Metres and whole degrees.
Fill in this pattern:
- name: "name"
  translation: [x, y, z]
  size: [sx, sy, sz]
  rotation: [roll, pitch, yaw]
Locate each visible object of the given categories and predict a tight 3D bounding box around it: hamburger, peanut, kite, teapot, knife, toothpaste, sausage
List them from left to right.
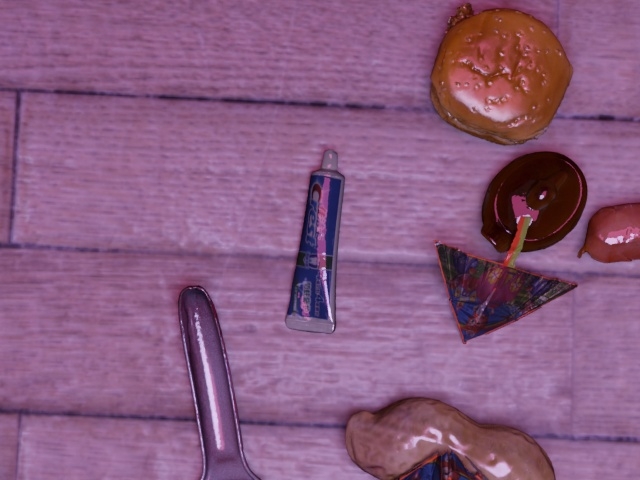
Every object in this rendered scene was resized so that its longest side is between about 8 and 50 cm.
- name: "knife"
  translation: [-0.118, 0.186, 1.273]
  size: [0.123, 0.053, 0.278]
  rotation: [-10, 84, 3]
- name: "toothpaste"
  translation: [0.000, 0.000, 1.304]
  size: [0.057, 0.035, 0.197]
  rotation: [6, 85, 16]
- name: "peanut"
  translation: [0.136, 0.224, 1.256]
  size: [0.227, 0.085, 0.104]
  rotation: [22, 95, 3]
- name: "kite"
  translation: [0.136, 0.287, 1.234]
  size: [0.241, 0.014, 0.183]
  rotation: [11, 120, 9]
- name: "kite"
  translation: [0.186, 0.043, 1.281]
  size: [0.190, 0.010, 0.159]
  rotation: [17, 113, -27]
- name: "hamburger"
  translation: [0.190, -0.178, 1.299]
  size: [0.147, 0.083, 0.138]
  rotation: [25, 80, -1]
- name: "teapot"
  translation: [0.224, -0.039, 1.286]
  size: [0.129, 0.078, 0.098]
  rotation: [-40, 86, -4]
- name: "sausage"
  translation: [0.357, -0.008, 1.296]
  size: [0.169, 0.065, 0.065]
  rotation: [-1, 84, 0]
